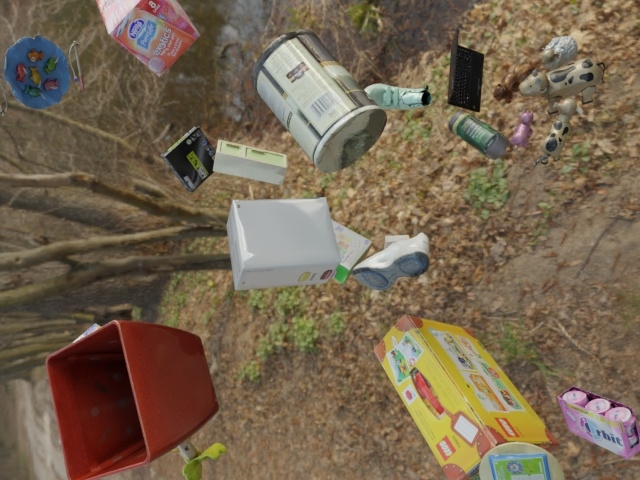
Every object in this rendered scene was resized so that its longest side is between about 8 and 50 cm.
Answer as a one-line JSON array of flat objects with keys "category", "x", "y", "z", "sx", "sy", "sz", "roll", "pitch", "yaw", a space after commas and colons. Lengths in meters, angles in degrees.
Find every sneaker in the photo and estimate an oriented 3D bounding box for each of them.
[{"category": "sneaker", "x": 0.285, "y": -0.525, "z": 1.908, "sx": 0.151, "sy": 0.256, "sz": 0.094, "roll": 11, "pitch": 104, "yaw": 56}, {"category": "sneaker", "x": 0.226, "y": 0.068, "z": 1.652, "sx": 0.297, "sy": 0.111, "sz": 0.129, "roll": -21, "pitch": 30, "yaw": 40}]

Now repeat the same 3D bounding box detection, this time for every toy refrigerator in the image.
[{"category": "toy refrigerator", "x": -0.267, "y": -0.301, "z": 2.021, "sx": 0.102, "sy": 0.270, "sz": 0.094, "roll": -96, "pitch": 21, "yaw": -51}]

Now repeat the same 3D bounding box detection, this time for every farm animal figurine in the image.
[{"category": "farm animal figurine", "x": 0.674, "y": -0.422, "z": 1.530, "sx": 0.327, "sy": 0.172, "sz": 0.330, "roll": -32, "pitch": 65, "yaw": 6}]

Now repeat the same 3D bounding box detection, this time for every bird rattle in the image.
[{"category": "bird rattle", "x": -0.399, "y": 0.557, "z": 1.463, "sx": 0.207, "sy": 0.143, "sz": 0.253, "roll": -3, "pitch": 131, "yaw": 55}]

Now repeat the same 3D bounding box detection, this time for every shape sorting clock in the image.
[{"category": "shape sorting clock", "x": 0.519, "y": 0.607, "z": 1.368, "sx": 0.040, "sy": 0.206, "sz": 0.206, "roll": -60, "pitch": -16, "yaw": -67}]

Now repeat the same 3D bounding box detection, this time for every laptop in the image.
[{"category": "laptop", "x": 0.545, "y": -0.619, "z": 1.935, "sx": 0.137, "sy": 0.265, "sz": 0.234, "roll": 4, "pitch": 89, "yaw": 60}]

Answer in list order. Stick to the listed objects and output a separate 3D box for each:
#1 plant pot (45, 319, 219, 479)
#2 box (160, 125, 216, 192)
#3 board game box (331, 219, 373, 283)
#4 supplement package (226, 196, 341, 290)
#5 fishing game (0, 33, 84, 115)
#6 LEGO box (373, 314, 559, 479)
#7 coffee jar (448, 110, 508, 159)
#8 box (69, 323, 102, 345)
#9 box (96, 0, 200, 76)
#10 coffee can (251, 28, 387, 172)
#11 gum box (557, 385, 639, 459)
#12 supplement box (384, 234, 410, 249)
[{"category": "plant pot", "x": -0.374, "y": 0.322, "z": 1.111, "sx": 0.267, "sy": 0.236, "sz": 0.267, "roll": -27, "pitch": 74, "yaw": 30}, {"category": "box", "x": -0.498, "y": -0.317, "z": 2.060, "sx": 0.045, "sy": 0.184, "sz": 0.190, "roll": 16, "pitch": 147, "yaw": 42}, {"category": "board game box", "x": 0.000, "y": 0.000, "z": 1.858, "sx": 0.317, "sy": 0.242, "sz": 0.064, "roll": 30, "pitch": 123, "yaw": 12}, {"category": "supplement package", "x": -0.104, "y": 0.008, "z": 1.420, "sx": 0.145, "sy": 0.262, "sz": 0.203, "roll": 119, "pitch": 144, "yaw": -58}, {"category": "fishing game", "x": -0.724, "y": -0.434, "z": 1.367, "sx": 0.041, "sy": 0.264, "sz": 0.189, "roll": 19, "pitch": 123, "yaw": 24}, {"category": "LEGO box", "x": 0.459, "y": 0.503, "z": 1.709, "sx": 0.193, "sy": 0.373, "sz": 0.500, "roll": -54, "pitch": 41, "yaw": 22}, {"category": "coffee jar", "x": 0.477, "y": -0.325, "z": 1.607, "sx": 0.079, "sy": 0.096, "sz": 0.184, "roll": -55, "pitch": 46, "yaw": 17}, {"category": "box", "x": -0.560, "y": 0.267, "z": 1.265, "sx": 0.081, "sy": 0.136, "sz": 0.028, "roll": 24, "pitch": 132, "yaw": 17}, {"category": "box", "x": -0.424, "y": -0.549, "z": 1.266, "sx": 0.142, "sy": 0.154, "sz": 0.299, "roll": -42, "pitch": 47, "yaw": 10}, {"category": "coffee can", "x": -0.006, "y": -0.325, "z": 1.243, "sx": 0.275, "sy": 0.202, "sz": 0.201, "roll": 53, "pitch": 136, "yaw": 19}, {"category": "gum box", "x": 0.693, "y": 0.446, "z": 1.301, "sx": 0.107, "sy": 0.062, "sz": 0.188, "roll": 67, "pitch": 162, "yaw": -11}, {"category": "supplement box", "x": 0.314, "y": 0.013, "z": 2.167, "sx": 0.062, "sy": 0.099, "sz": 0.036, "roll": 89, "pitch": 177, "yaw": -46}]
